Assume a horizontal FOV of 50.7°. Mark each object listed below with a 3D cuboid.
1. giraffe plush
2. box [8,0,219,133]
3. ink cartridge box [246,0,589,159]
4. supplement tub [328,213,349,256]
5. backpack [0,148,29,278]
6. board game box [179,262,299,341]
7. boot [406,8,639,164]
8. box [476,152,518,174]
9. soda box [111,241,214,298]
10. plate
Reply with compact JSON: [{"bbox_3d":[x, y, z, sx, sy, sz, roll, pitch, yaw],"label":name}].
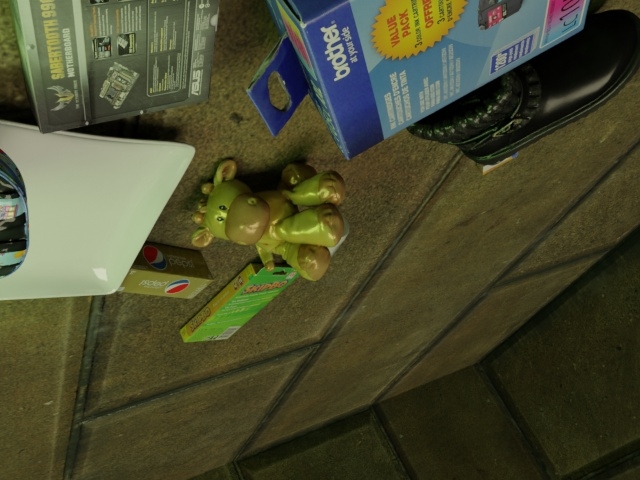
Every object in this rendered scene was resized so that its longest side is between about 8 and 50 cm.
[{"bbox_3d":[-0.090,-0.040,0.989,0.170,0.181,0.210,12,169,-42],"label":"giraffe plush"},{"bbox_3d":[-0.189,-0.211,0.630,0.183,0.056,0.231,-17,153,-23],"label":"box"},{"bbox_3d":[0.092,-0.261,0.731,0.395,0.151,0.270,-28,156,2],"label":"ink cartridge box"},{"bbox_3d":[0.000,0.000,1.228,0.071,0.071,0.107,-10,149,-36],"label":"supplement tub"},{"bbox_3d":[-0.350,-0.042,0.618,0.173,0.117,0.158,7,126,-11],"label":"backpack"},{"bbox_3d":[-0.156,0.119,1.337,0.259,0.039,0.124,-40,154,28],"label":"board game box"},{"bbox_3d":[0.308,-0.244,1.009,0.348,0.131,0.260,-39,154,22],"label":"boot"},{"bbox_3d":[0.340,-0.182,1.292,0.081,0.028,0.136,-29,158,1],"label":"box"},{"bbox_3d":[-0.254,0.046,1.054,0.058,0.061,0.181,-39,154,21],"label":"soda box"},{"bbox_3d":[-0.325,-0.034,0.813,0.278,0.045,0.277,0,136,-47],"label":"plate"}]
